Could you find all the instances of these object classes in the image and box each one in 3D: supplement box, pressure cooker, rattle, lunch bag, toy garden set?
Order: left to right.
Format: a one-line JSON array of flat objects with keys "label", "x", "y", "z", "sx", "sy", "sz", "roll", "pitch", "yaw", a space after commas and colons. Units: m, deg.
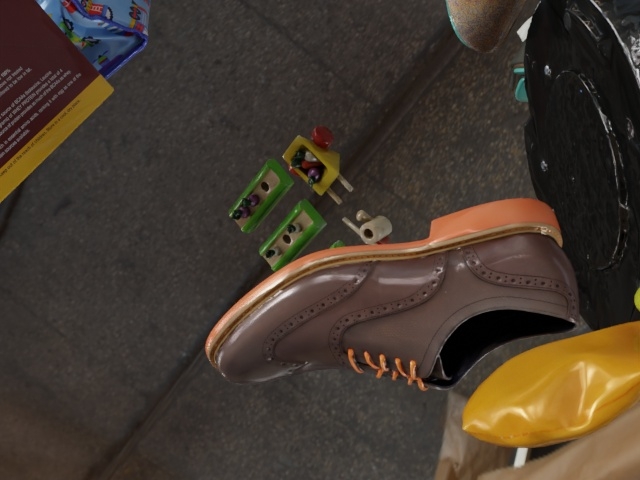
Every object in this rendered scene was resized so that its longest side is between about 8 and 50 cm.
[{"label": "supplement box", "x": -0.330, "y": -0.133, "z": 0.758, "sx": 0.129, "sy": 0.191, "sz": 0.194, "roll": -18, "pitch": 120, "yaw": 44}, {"label": "lunch bag", "x": -0.334, "y": -0.218, "z": 1.039, "sx": 0.138, "sy": 0.221, "sz": 0.293, "roll": 30, "pitch": 120, "yaw": -28}, {"label": "toy garden set", "x": 0.000, "y": 0.000, "z": 1.069, "sx": 0.244, "sy": 0.049, "sz": 0.204, "roll": 51, "pitch": 131, "yaw": 9}, {"label": "rattle", "x": 0.111, "y": -0.031, "z": 0.283, "sx": 0.143, "sy": 0.130, "sz": 0.199, "roll": -1, "pitch": 134, "yaw": 19}, {"label": "pressure cooker", "x": 0.431, "y": -0.103, "z": 0.784, "sx": 0.421, "sy": 0.370, "sz": 0.375, "roll": -11, "pitch": 115, "yaw": -3}]

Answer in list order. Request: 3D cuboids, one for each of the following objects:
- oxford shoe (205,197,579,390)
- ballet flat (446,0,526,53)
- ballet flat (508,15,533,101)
[{"label": "oxford shoe", "x": 0.043, "y": 0.060, "z": 0.606, "sx": 0.271, "sy": 0.098, "sz": 0.097, "roll": -22, "pitch": 145, "yaw": 15}, {"label": "ballet flat", "x": 0.194, "y": -0.353, "z": 0.892, "sx": 0.108, "sy": 0.316, "sz": 0.106, "roll": 11, "pitch": 169, "yaw": -30}, {"label": "ballet flat", "x": 0.301, "y": -0.254, "z": 1.181, "sx": 0.095, "sy": 0.280, "sz": 0.096, "roll": 3, "pitch": 91, "yaw": 2}]
